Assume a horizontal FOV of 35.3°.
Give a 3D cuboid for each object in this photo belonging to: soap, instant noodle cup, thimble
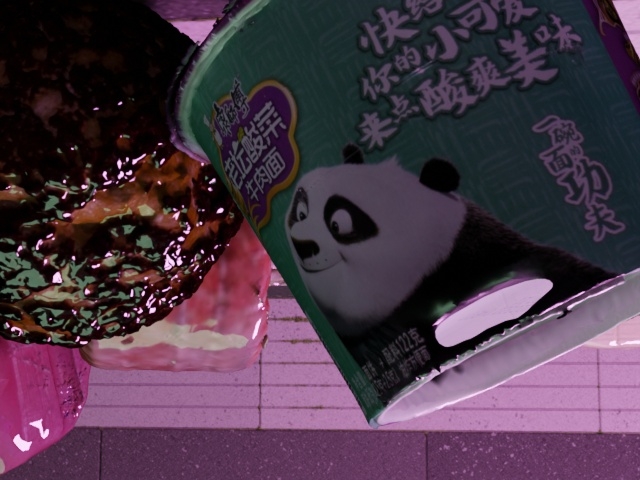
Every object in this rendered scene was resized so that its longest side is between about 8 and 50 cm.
[{"bbox_3d":[-0.341,0.071,1.037,0.127,0.324,0.220,-11,179,28],"label":"soap"},{"bbox_3d":[0.071,-0.028,0.521,0.251,0.190,0.251,-23,163,-8],"label":"instant noodle cup"},{"bbox_3d":[-0.135,-0.004,0.866,0.162,0.239,0.239,-1,173,-12],"label":"thimble"}]

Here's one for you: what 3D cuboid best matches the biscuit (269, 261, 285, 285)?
[{"bbox_3d":[0.000,0.000,1.204,0.426,0.078,0.144,-6,-172,-17],"label":"biscuit"}]

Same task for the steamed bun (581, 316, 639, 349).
[{"bbox_3d":[0.386,0.035,1.331,0.250,0.200,0.155,4,-164,-3],"label":"steamed bun"}]

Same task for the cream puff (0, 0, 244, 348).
[{"bbox_3d":[-0.157,-0.037,0.630,0.239,0.239,0.165,4,-148,-29],"label":"cream puff"}]
